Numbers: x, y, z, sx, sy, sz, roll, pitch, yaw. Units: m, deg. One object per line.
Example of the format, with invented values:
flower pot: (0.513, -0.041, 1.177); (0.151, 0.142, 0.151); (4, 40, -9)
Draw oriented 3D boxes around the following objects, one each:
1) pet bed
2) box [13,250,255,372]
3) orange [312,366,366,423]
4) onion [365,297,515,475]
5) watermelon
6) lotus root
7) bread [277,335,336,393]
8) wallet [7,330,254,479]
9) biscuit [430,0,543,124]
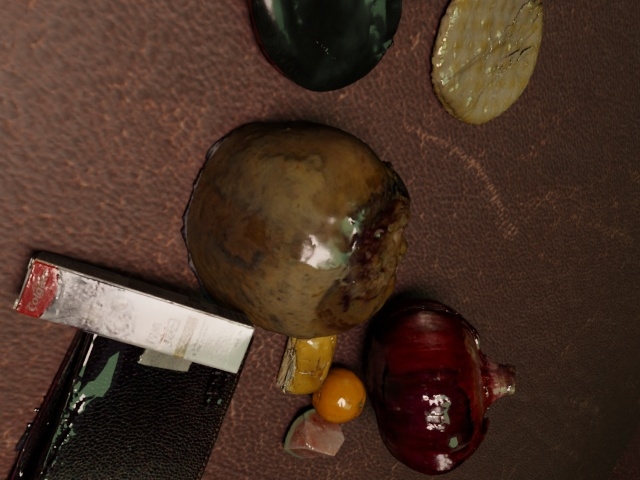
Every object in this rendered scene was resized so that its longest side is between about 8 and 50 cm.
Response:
pet bed: (0.009, -0.251, 0.582); (0.201, 0.053, 0.201); (-18, 123, -30)
box: (-0.174, 0.072, 0.554); (0.218, 0.039, 0.055); (20, 93, -20)
orange: (0.027, 0.230, 0.837); (0.084, 0.083, 0.083); (-19, 124, -31)
onion: (0.175, 0.207, 0.832); (0.219, 0.252, 0.252); (-10, 130, 14)
watermelon: (-0.012, 0.302, 0.853); (0.085, 0.072, 0.092); (10, 112, -24)
lotus root: (0.000, 0.000, 0.633); (0.272, 0.192, 0.272); (-19, 120, -38)
bread: (-0.015, 0.164, 0.787); (0.072, 0.053, 0.106); (0, 118, -36)
wallet: (-0.204, 0.206, 0.647); (0.221, 0.071, 0.262); (23, 90, -43)
biscuit: (0.233, -0.264, 0.775); (0.220, 0.033, 0.219); (-18, 123, -30)
